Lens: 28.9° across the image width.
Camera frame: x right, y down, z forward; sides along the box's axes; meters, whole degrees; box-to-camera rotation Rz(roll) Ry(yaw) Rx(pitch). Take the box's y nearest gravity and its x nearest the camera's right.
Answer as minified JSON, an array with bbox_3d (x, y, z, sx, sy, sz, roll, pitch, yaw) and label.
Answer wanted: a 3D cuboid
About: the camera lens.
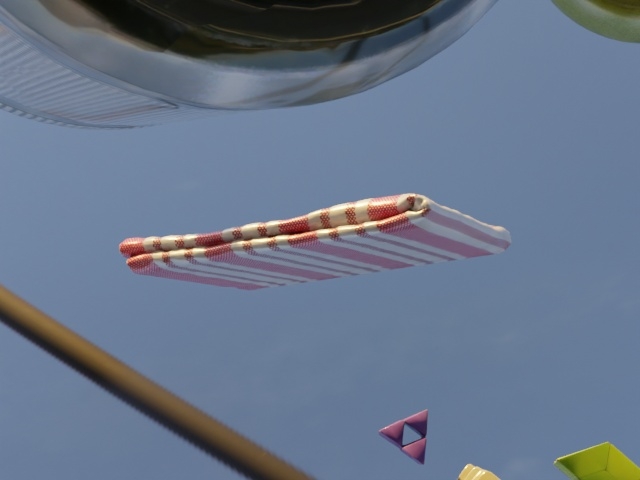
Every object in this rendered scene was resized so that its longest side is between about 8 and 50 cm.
[{"bbox_3d":[-0.061,-0.150,0.432,0.219,0.274,0.219,-1,-87,-24],"label":"camera lens"}]

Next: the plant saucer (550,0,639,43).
[{"bbox_3d":[0.301,-0.301,1.134,0.241,0.037,0.241,3,-79,17],"label":"plant saucer"}]

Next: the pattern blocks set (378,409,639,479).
[{"bbox_3d":[0.144,0.273,0.935,0.285,0.026,0.325,-39,-107,-11],"label":"pattern blocks set"}]

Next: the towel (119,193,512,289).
[{"bbox_3d":[0.000,0.000,0.735,0.197,0.144,0.029,-9,-99,24],"label":"towel"}]
